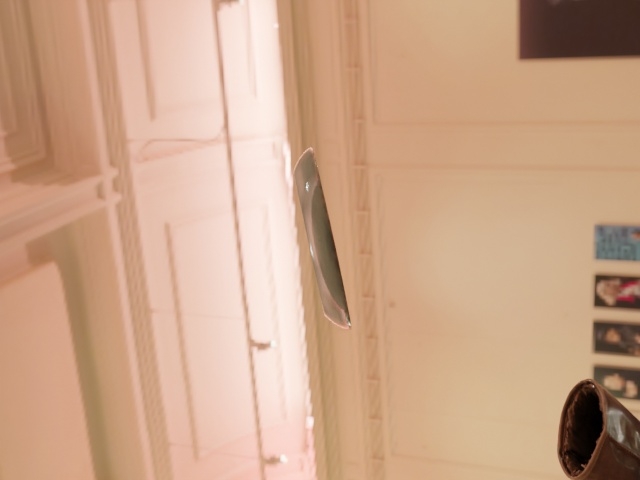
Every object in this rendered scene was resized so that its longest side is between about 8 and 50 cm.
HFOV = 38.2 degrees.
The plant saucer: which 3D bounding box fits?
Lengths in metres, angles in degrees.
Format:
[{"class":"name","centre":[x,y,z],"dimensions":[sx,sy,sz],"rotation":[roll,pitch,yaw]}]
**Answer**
[{"class":"plant saucer","centre":[0.000,0.000,1.569],"dimensions":[0.317,0.044,0.317],"rotation":[168,90,-89]}]

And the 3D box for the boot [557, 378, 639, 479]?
[{"class":"boot","centre":[0.294,0.244,0.809],"dimensions":[0.208,0.076,0.189],"rotation":[40,-144,-29]}]
